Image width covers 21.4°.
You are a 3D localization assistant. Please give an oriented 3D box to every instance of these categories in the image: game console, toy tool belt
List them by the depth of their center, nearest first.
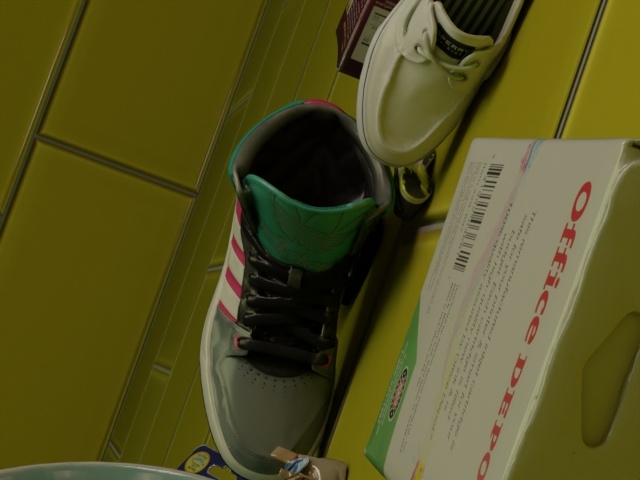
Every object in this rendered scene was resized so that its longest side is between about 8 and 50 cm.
[{"bbox_3d":[-0.016,0.180,1.156,0.052,0.051,0.083,119,167,-44],"label":"toy tool belt"},{"bbox_3d":[0.000,0.000,1.405,0.122,0.071,0.107,-88,20,-63],"label":"game console"}]

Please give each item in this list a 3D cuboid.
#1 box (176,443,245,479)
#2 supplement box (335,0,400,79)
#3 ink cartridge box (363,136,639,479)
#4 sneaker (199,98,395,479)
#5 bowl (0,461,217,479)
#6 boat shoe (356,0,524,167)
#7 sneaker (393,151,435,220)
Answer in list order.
[{"bbox_3d":[-0.139,0.274,1.411,0.225,0.036,0.136,-46,27,-16],"label":"box"},{"bbox_3d":[0.083,-0.220,1.361,0.104,0.081,0.188,-91,23,-66],"label":"supplement box"},{"bbox_3d":[0.097,0.045,0.646,0.212,0.093,0.154,-158,88,-83],"label":"ink cartridge box"},{"bbox_3d":[-0.017,0.022,1.244,0.178,0.123,0.295,114,162,-71],"label":"sneaker"},{"bbox_3d":[-0.172,0.292,1.206,0.311,0.311,0.163,-99,12,-73],"label":"bowl"},{"bbox_3d":[0.088,-0.147,1.160,0.076,0.083,0.226,-92,24,-70],"label":"boat shoe"},{"bbox_3d":[0.064,-0.047,1.253,0.083,0.031,0.035,-82,14,-53],"label":"sneaker"}]
